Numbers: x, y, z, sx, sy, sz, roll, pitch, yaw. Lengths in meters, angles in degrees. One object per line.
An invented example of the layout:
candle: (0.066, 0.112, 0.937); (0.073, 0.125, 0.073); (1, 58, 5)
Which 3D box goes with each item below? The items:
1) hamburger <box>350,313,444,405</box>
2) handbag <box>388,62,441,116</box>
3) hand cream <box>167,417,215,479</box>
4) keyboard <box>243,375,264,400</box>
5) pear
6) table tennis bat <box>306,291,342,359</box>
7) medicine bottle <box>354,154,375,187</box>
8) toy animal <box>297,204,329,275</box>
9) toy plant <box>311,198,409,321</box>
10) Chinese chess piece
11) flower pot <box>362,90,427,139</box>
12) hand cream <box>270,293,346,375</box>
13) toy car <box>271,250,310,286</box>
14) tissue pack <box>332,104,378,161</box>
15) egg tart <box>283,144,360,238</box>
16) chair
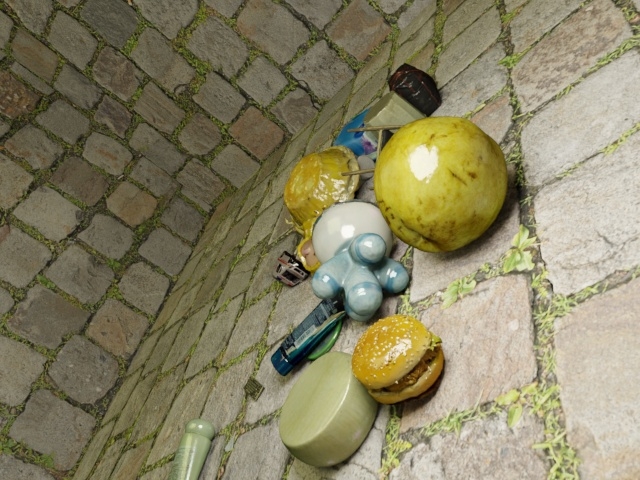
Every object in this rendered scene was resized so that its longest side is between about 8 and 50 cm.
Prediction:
hamburger: (0.148, 0.228, 1.109); (0.182, 0.118, 0.191); (-33, 19, 0)
handbag: (0.334, -0.546, 2.007); (0.155, 0.169, 0.215); (-45, 20, 18)
hand cream: (-0.399, 0.677, 1.624); (0.147, 0.093, 0.306); (-28, 32, 39)
keyboard: (-0.206, 0.452, 1.697); (0.049, 0.015, 0.129); (-56, 20, -12)
pear: (0.267, -0.121, 1.247); (0.304, 0.304, 0.304); (-44, 21, 22)
table tennis bat: (0.017, 0.223, 1.573); (0.160, 0.039, 0.257); (-28, 33, 47)
medicine bottle: (0.117, -0.250, 2.095); (0.188, 0.088, 0.132); (-23, 36, 53)
toy animal: (0.003, -0.001, 1.821); (0.156, 0.156, 0.230); (-26, 57, 52)
toy plant: (0.097, 0.066, 1.408); (0.247, 0.247, 0.332); (-45, 24, 19)
Chinese chess piece: (0.019, 0.367, 1.213); (0.250, 0.101, 0.250); (-44, 21, 22)
flower pot: (0.264, -0.387, 1.850); (0.212, 0.202, 0.212); (-43, 18, 18)
hand cream: (-0.031, 0.253, 1.530); (0.270, 0.061, 0.120); (-49, 27, 8)
toy car: (-0.110, 0.109, 1.977); (0.108, 0.089, 0.210); (-54, 18, -6)
tissue pack: (0.184, -0.405, 2.132); (0.198, 0.146, 0.263); (-60, 21, -19)
egg tart: (-0.012, -0.185, 2.013); (0.388, 0.169, 0.388); (-32, 47, 43)
chair: (0.221, -0.255, 1.678); (0.272, 0.188, 0.166); (-3, 75, 42)
